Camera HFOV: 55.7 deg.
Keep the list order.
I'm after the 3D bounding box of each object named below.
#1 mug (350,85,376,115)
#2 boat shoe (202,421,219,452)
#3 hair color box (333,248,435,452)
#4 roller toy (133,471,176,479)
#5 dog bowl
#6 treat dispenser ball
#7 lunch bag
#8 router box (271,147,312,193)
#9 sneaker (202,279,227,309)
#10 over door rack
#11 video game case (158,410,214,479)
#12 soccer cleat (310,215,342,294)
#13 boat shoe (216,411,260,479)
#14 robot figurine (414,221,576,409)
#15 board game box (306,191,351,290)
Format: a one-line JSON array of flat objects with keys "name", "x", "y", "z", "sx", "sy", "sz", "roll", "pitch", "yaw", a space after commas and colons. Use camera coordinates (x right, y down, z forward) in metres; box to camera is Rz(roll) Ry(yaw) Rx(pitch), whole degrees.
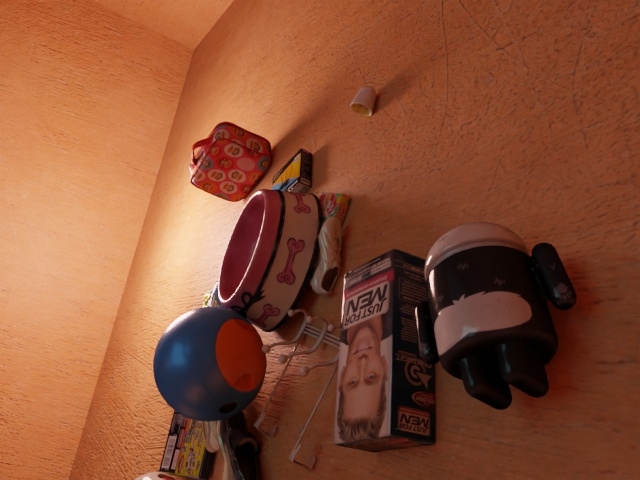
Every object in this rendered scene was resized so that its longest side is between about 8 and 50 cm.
[{"name": "mug", "x": 0.114, "y": -0.374, "z": 1.610, "sx": 0.078, "sy": 0.062, "sz": 0.064, "roll": 2, "pitch": 66, "yaw": 55}, {"name": "boat shoe", "x": -0.301, "y": 0.447, "z": 1.722, "sx": 0.098, "sy": 0.109, "sz": 0.302, "roll": -41, "pitch": 44, "yaw": 27}, {"name": "hair color box", "x": 0.122, "y": 0.209, "z": 1.150, "sx": 0.174, "sy": 0.105, "sz": 0.348, "roll": -33, "pitch": 45, "yaw": 50}, {"name": "roller toy", "x": -0.485, "y": 0.792, "z": 1.769, "sx": 0.146, "sy": 0.191, "sz": 0.210, "roll": 12, "pitch": 111, "yaw": 61}, {"name": "dog bowl", "x": -0.154, "y": 0.038, "z": 1.678, "sx": 0.408, "sy": 0.150, "sz": 0.408, "roll": -52, "pitch": 27, "yaw": 41}, {"name": "treat dispenser ball", "x": -0.282, "y": 0.316, "z": 1.555, "sx": 0.288, "sy": 0.288, "sz": 0.288, "roll": -40, "pitch": 39, "yaw": 44}, {"name": "lunch bag", "x": -0.340, "y": -0.280, "z": 2.161, "sx": 0.293, "sy": 0.258, "sz": 0.120, "roll": -43, "pitch": 37, "yaw": 40}, {"name": "router box", "x": -0.092, "y": -0.181, "z": 1.869, "sx": 0.179, "sy": 0.046, "sz": 0.133, "roll": -38, "pitch": 40, "yaw": 46}, {"name": "sneaker", "x": -0.334, "y": 0.206, "z": 2.005, "sx": 0.126, "sy": 0.091, "sz": 0.240, "roll": -60, "pitch": 28, "yaw": 17}, {"name": "over door rack", "x": -0.063, "y": 0.328, "z": 1.406, "sx": 0.239, "sy": 0.108, "sz": 0.325, "roll": 8, "pitch": 79, "yaw": 63}, {"name": "video game case", "x": -0.391, "y": 0.583, "z": 1.865, "sx": 0.248, "sy": 0.035, "sz": 0.275, "roll": -17, "pitch": 55, "yaw": 46}, {"name": "soccer cleat", "x": 0.026, "y": 0.039, "z": 1.491, "sx": 0.076, "sy": 0.068, "sz": 0.197, "roll": 11, "pitch": 88, "yaw": 58}, {"name": "boat shoe", "x": -0.199, "y": 0.531, "z": 1.536, "sx": 0.092, "sy": 0.102, "sz": 0.285, "roll": -44, "pitch": 32, "yaw": 20}, {"name": "robot figurine", "x": 0.253, "y": 0.105, "z": 0.913, "sx": 0.174, "sy": 0.208, "sz": 0.278, "roll": 85, "pitch": -179, "yaw": -52}, {"name": "board game box", "x": 0.000, "y": 0.000, "z": 1.596, "sx": 0.124, "sy": 0.039, "sz": 0.260, "roll": 16, "pitch": 89, "yaw": 64}]
